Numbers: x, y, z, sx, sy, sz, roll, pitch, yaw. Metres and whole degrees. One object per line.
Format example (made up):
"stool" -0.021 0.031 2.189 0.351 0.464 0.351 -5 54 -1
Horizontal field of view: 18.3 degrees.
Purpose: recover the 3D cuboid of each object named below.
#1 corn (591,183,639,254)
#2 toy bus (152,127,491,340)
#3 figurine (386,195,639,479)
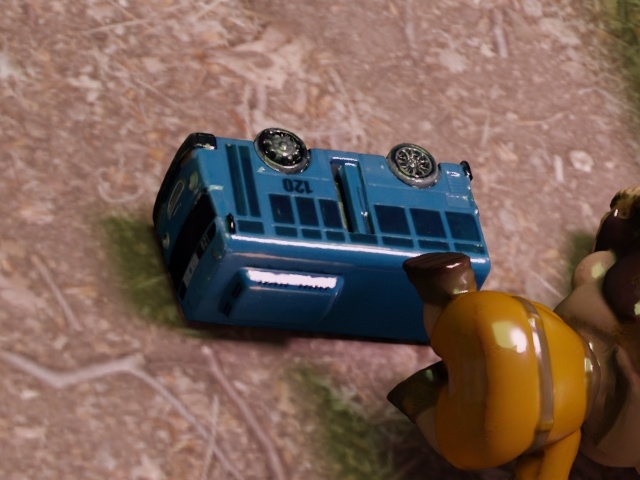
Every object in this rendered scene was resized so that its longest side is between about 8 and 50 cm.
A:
"corn" 0.300 0.034 1.296 0.253 0.086 0.086 21 45 -11
"toy bus" 0.000 0.000 1.185 0.185 0.090 0.106 5 51 -21
"figurine" 0.177 0.072 1.138 0.257 0.167 0.192 -9 89 -33
